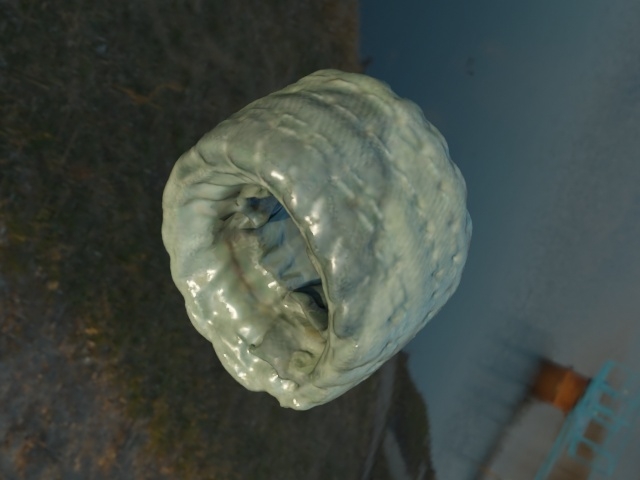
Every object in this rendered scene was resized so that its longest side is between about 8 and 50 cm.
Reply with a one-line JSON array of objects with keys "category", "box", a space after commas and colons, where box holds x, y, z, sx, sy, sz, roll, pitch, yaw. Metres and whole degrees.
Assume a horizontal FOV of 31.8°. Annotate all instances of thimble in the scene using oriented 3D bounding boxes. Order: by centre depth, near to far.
[{"category": "thimble", "box": [0.000, 0.000, 0.868, 0.172, 0.205, 0.250, -36, 131, -40]}]
